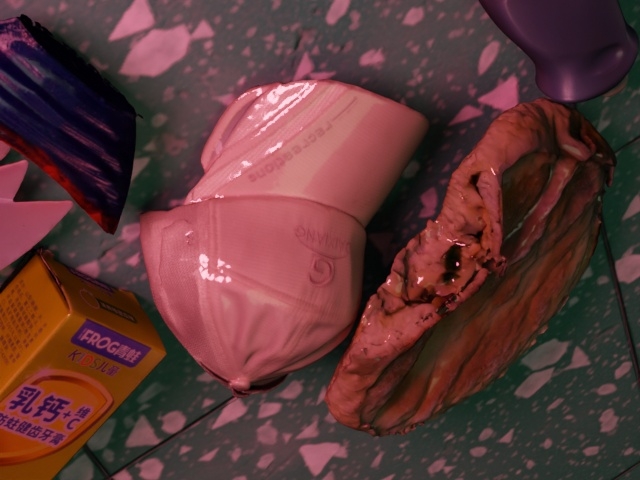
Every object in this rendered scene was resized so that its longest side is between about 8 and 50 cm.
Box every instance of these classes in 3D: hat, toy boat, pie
[{"bbox_3d":[0.000,0.000,1.235,0.226,0.164,0.219,-35,146,30],"label":"hat"},{"bbox_3d":[-0.241,-0.012,1.105,0.219,0.072,0.318,10,124,-37],"label":"toy boat"},{"bbox_3d":[0.130,0.032,1.360,0.337,0.075,0.337,-39,152,-25],"label":"pie"}]

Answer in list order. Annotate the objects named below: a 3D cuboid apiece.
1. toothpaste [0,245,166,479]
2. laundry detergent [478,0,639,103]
[{"bbox_3d":[-0.266,0.159,1.232,0.327,0.077,0.110,-47,138,11],"label":"toothpaste"},{"bbox_3d":[0.193,-0.171,1.271,0.097,0.061,0.206,-48,140,-1],"label":"laundry detergent"}]
